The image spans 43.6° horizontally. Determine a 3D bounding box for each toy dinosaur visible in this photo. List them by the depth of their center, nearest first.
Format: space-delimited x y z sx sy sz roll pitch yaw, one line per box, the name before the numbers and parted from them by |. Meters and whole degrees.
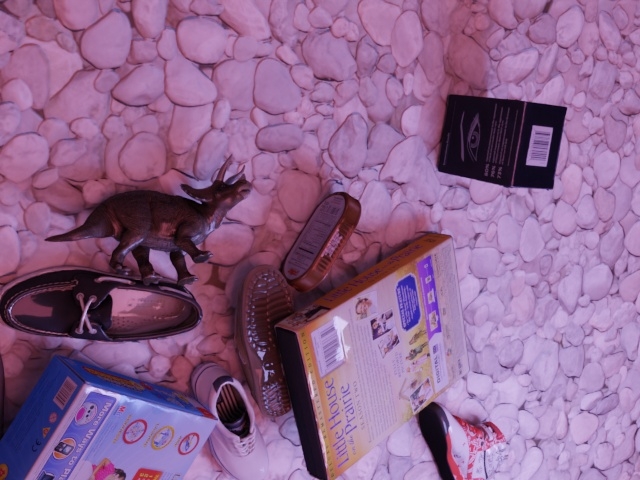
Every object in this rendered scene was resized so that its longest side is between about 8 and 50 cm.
toy dinosaur | -0.256 -0.020 1.219 0.314 0.121 0.160 -7 62 -17

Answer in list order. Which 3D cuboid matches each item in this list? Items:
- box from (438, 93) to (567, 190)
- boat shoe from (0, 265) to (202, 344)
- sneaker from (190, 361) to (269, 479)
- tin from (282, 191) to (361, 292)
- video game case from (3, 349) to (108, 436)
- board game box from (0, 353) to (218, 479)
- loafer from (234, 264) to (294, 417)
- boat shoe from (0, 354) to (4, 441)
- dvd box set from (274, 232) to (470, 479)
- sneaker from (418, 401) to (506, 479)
box | 0.327 -0.183 1.461 0.108 0.207 0.153 1 103 -31
boat shoe | -0.327 0.100 1.212 0.303 0.091 0.114 -3 104 -30
sneaker | -0.149 0.330 1.377 0.094 0.091 0.258 -33 117 -20
tin | 0.000 0.000 1.375 0.040 0.106 0.189 34 83 -25
video game case | -0.373 0.292 1.276 0.173 0.022 0.190 -52 123 -10
board game box | -0.347 0.353 1.204 0.308 0.086 0.302 -58 143 -3
loafer | -0.103 0.169 1.363 0.102 0.092 0.268 -11 105 -32
boat shoe | -0.507 0.271 1.152 0.088 0.096 0.267 3 109 -13
dvd box set | 0.114 0.202 1.461 0.420 0.062 0.307 -29 117 -38
sneaker | 0.301 0.404 1.668 0.145 0.090 0.270 -33 120 -21
